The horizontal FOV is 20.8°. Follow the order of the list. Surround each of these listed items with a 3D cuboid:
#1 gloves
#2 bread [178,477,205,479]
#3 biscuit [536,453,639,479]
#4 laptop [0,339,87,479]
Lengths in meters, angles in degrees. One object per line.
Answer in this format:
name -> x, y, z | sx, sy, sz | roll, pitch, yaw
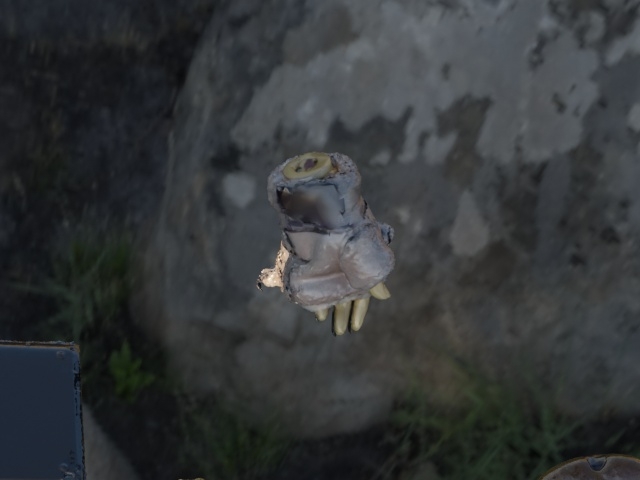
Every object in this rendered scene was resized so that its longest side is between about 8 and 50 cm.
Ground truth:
gloves -> 0.007, -0.004, 1.403 | 0.110, 0.144, 0.094 | 8, 35, 1
bread -> -0.130, 0.280, 1.636 | 0.074, 0.132, 0.053 | 48, 43, 14
biscuit -> 0.290, 0.318, 1.780 | 0.212, 0.212, 0.036 | 15, 13, -7
laptop -> -0.268, 0.128, 1.317 | 0.180, 0.016, 0.129 | 3, 54, -15
